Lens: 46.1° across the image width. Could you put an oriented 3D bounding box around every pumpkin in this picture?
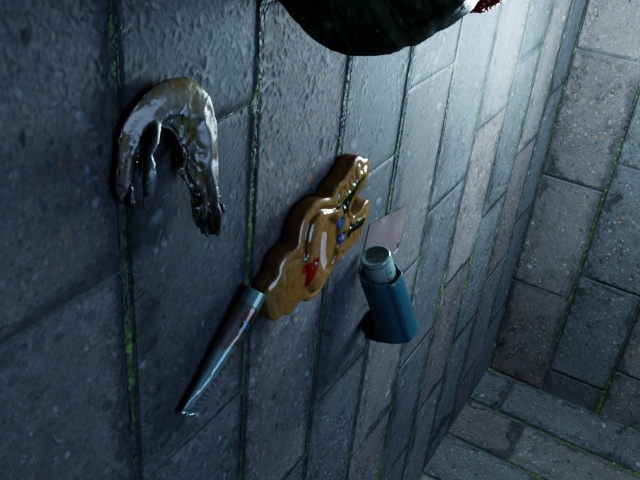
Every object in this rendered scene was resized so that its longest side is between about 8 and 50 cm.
[{"bbox_3d":[0.098,-0.326,0.864,0.293,0.197,0.263,-38,168,7],"label":"pumpkin"}]

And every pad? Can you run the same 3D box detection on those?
[{"bbox_3d":[0.135,-0.007,1.579,0.188,0.006,0.113,-26,134,-55],"label":"pad"}]

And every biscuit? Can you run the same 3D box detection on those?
[{"bbox_3d":[0.000,0.000,1.244,0.334,0.047,0.202,-49,150,-37],"label":"biscuit"}]

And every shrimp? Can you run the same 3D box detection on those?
[{"bbox_3d":[-0.160,-0.069,0.837,0.152,0.046,0.219,-50,147,-38],"label":"shrimp"}]

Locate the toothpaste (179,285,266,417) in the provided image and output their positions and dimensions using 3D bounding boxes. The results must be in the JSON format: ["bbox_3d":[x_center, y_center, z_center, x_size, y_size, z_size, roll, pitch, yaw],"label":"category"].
[{"bbox_3d":[-0.142,0.163,1.092,0.205,0.036,0.056,-62,158,-6],"label":"toothpaste"}]

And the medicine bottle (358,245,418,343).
[{"bbox_3d":[0.129,0.119,1.560,0.079,0.124,0.258,-47,138,-29],"label":"medicine bottle"}]

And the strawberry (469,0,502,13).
[{"bbox_3d":[0.305,-0.482,1.365,0.131,0.148,0.131,1,89,-43],"label":"strawberry"}]
